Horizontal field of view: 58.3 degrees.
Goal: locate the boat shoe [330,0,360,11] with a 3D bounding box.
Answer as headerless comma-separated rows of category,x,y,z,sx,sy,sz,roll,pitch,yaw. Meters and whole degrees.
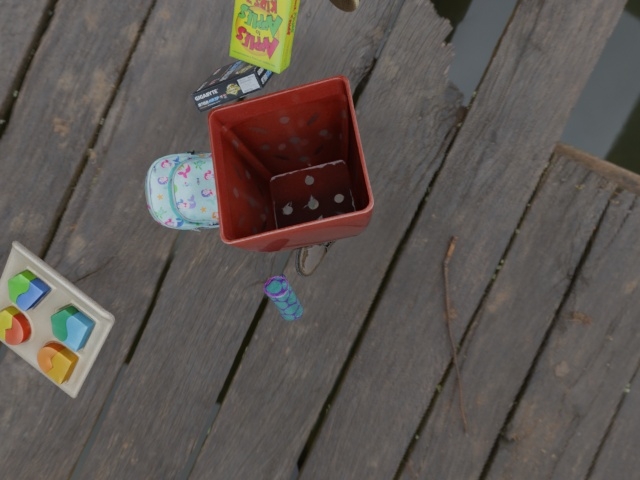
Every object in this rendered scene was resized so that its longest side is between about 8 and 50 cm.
boat shoe,0.027,-0.705,1.319,0.123,0.123,0.342,-44,123,-17

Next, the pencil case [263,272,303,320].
pencil case,-0.092,0.147,1.448,0.064,0.152,0.070,-42,57,-13

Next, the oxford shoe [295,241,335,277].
oxford shoe,0.000,0.000,1.615,0.082,0.096,0.227,30,79,-21

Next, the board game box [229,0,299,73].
board game box,-0.083,-0.364,0.892,0.092,0.043,0.181,22,129,8

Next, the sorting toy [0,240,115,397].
sorting toy,-0.424,0.129,0.876,0.193,0.038,0.208,36,120,5

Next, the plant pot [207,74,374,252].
plant pot,-0.038,-0.111,1.101,0.267,0.236,0.268,-12,71,8

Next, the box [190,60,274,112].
box,-0.205,-0.403,1.430,0.175,0.220,0.051,-15,119,18

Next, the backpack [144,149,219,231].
backpack,-0.354,-0.137,1.588,0.253,0.191,0.225,-4,96,-16
